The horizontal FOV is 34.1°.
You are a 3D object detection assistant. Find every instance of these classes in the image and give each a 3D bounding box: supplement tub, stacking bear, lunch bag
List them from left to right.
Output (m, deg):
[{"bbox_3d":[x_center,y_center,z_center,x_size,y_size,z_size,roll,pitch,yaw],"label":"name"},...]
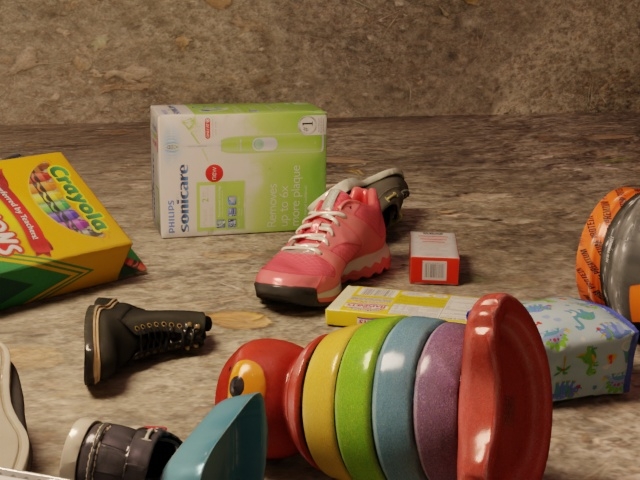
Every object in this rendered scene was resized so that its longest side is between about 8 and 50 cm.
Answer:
[{"bbox_3d":[0.037,0.140,0.899,0.289,0.175,0.164,-2,-13,29],"label":"stacking bear"},{"bbox_3d":[0.246,0.108,1.132,0.129,0.096,0.151,-5,25,-19],"label":"lunch bag"},{"bbox_3d":[0.470,0.047,1.156,0.207,0.207,0.338,-12,19,-40],"label":"supplement tub"}]

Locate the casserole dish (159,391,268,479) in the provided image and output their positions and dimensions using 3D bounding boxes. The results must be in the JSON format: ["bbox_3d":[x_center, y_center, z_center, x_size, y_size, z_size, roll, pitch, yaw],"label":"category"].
[{"bbox_3d":[-0.081,0.185,0.783,0.037,0.114,0.188,4,15,12],"label":"casserole dish"}]

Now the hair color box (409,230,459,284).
[{"bbox_3d":[0.166,0.025,1.540,0.072,0.043,0.141,2,16,5],"label":"hair color box"}]

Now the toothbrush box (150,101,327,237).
[{"bbox_3d":[-0.139,-0.123,1.766,0.283,0.206,0.122,-2,16,-15],"label":"toothbrush box"}]

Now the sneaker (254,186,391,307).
[{"bbox_3d":[0.000,0.000,1.445,0.116,0.136,0.314,7,16,26],"label":"sneaker"}]

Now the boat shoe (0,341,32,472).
[{"bbox_3d":[-0.288,0.187,0.851,0.112,0.095,0.335,-6,21,-12],"label":"boat shoe"}]

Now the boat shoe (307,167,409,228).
[{"bbox_3d":[0.081,-0.054,1.742,0.109,0.091,0.305,-39,-9,26],"label":"boat shoe"}]

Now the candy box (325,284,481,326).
[{"bbox_3d":[0.119,0.091,1.321,0.206,0.027,0.105,5,18,16],"label":"candy box"}]

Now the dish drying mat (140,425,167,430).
[{"bbox_3d":[-0.164,0.191,0.964,0.032,0.008,0.083,2,14,1],"label":"dish drying mat"}]

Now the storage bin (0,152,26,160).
[{"bbox_3d":[-0.467,-0.063,1.692,0.091,0.135,0.098,15,17,9],"label":"storage bin"}]

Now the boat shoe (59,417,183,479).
[{"bbox_3d":[-0.131,0.178,0.794,0.065,0.075,0.206,7,-16,11],"label":"boat shoe"}]

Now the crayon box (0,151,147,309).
[{"bbox_3d":[-0.404,-0.017,1.420,0.319,0.081,0.202,-16,54,-46],"label":"crayon box"}]

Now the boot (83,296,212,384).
[{"bbox_3d":[-0.190,0.107,1.165,0.137,0.076,0.198,5,16,-6],"label":"boot"}]

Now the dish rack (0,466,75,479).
[{"bbox_3d":[-0.262,0.224,0.572,0.286,0.072,0.333,8,29,10],"label":"dish rack"}]
